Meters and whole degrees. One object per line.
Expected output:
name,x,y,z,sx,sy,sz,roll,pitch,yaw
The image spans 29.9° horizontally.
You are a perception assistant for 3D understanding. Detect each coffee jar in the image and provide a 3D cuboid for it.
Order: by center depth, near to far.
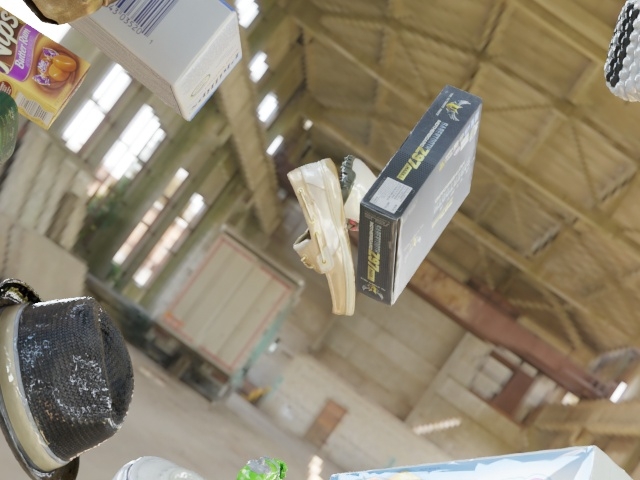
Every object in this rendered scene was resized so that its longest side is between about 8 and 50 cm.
coffee jar,-0.412,-0.113,1.386,0.079,0.096,0.184,11,20,-1

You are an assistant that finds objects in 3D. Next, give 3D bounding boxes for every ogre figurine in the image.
ogre figurine,-0.094,0.330,1.399,0.097,0.197,0.118,40,-23,23

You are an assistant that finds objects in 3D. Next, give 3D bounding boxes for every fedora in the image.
fedora,-0.375,0.200,1.799,0.334,0.152,0.334,-19,90,-83

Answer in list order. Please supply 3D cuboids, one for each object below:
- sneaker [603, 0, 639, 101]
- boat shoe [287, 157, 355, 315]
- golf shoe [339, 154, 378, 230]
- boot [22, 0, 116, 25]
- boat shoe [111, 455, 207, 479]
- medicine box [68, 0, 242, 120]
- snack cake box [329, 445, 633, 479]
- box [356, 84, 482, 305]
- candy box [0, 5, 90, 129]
sneaker,0.396,-0.192,1.316,0.118,0.110,0.292,9,22,-9
boat shoe,0.000,0.000,1.260,0.063,0.059,0.170,-108,-172,-78
golf shoe,0.087,-0.069,2.000,0.120,0.105,0.273,19,-4,14
boot,-0.387,-0.424,1.557,0.305,0.115,0.112,59,-15,-9
boat shoe,0.010,0.253,0.822,0.367,0.156,0.136,43,20,19
medicine box,-0.269,-0.343,1.853,0.263,0.149,0.289,39,-5,1
snack cake box,0.142,0.251,0.979,0.264,0.089,0.152,-16,-46,39
box,0.126,-0.057,1.529,0.059,0.233,0.183,26,-34,18
candy box,-0.420,-0.245,1.625,0.186,0.109,0.053,32,-44,-10
